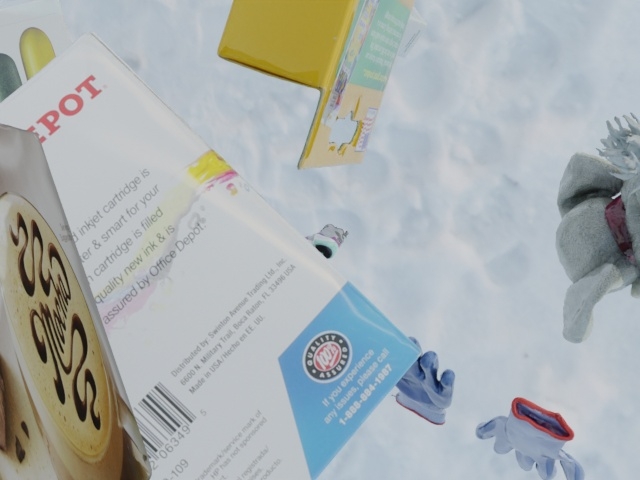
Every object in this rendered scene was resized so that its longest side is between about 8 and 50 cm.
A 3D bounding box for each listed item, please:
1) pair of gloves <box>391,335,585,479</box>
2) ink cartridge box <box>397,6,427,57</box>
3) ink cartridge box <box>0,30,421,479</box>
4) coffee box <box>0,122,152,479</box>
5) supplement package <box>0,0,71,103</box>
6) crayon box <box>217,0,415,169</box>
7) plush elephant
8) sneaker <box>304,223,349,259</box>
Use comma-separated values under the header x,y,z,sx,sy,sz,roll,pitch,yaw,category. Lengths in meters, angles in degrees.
x,y,z,sx,sy,sz,roll,pitch,yaw,category
0.116,0.128,0.829,0.023,0.198,0.159,-56,160,-18,pair of gloves
0.069,-0.383,1.751,0.175,0.127,0.072,12,127,-35,ink cartridge box
-0.124,0.058,0.661,0.270,0.197,0.198,44,68,-1,ink cartridge box
-0.152,0.050,0.330,0.119,0.297,0.168,-18,91,0,coffee box
-0.467,-0.200,1.548,0.199,0.198,0.262,-22,110,-30,supplement package
0.024,-0.217,0.766,0.083,0.203,0.323,20,99,11,crayon box
0.389,0.001,1.230,0.330,0.272,0.255,25,148,-16,plush elephant
0.000,0.000,1.551,0.069,0.098,0.038,-45,122,-38,sneaker
